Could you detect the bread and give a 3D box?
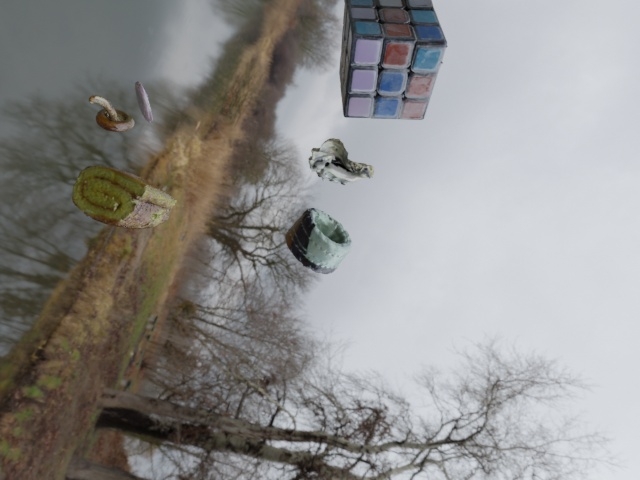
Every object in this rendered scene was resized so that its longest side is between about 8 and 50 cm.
[{"bbox_3d":[-0.369,-0.075,0.814,0.172,0.131,0.103,147,-39,-87],"label":"bread"}]

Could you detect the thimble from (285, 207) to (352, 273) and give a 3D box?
[{"bbox_3d":[0.000,0.000,1.534,0.150,0.237,0.237,-49,-160,25],"label":"thimble"}]

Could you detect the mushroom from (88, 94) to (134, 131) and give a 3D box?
[{"bbox_3d":[-0.567,-0.334,1.139,0.072,0.129,0.088,-33,-124,14],"label":"mushroom"}]

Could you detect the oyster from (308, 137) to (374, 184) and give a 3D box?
[{"bbox_3d":[0.100,-0.318,1.787,0.237,0.351,0.115,-5,-101,50],"label":"oyster"}]

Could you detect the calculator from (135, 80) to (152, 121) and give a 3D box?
[{"bbox_3d":[-0.607,-0.470,1.469,0.024,0.103,0.166,-25,160,-24],"label":"calculator"}]

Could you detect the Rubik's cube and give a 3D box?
[{"bbox_3d":[0.258,-0.715,1.689,0.362,0.358,0.364,98,-6,-55],"label":"Rubik's cube"}]
